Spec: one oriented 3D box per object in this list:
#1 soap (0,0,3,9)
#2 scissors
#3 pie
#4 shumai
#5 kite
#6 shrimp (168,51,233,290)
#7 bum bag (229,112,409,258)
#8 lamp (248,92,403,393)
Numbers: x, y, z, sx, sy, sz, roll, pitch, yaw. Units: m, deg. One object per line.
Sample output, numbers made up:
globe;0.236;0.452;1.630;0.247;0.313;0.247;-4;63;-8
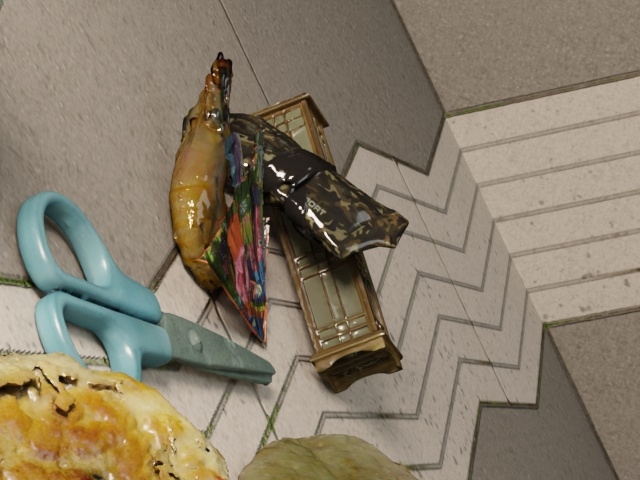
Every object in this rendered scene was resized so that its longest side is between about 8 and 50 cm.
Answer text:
soap;-0.328;-0.296;1.230;0.446;0.261;0.156;47;24;-51
scissors;-0.133;0.084;1.711;0.447;0.029;0.192;29;39;-64
pie;-0.160;0.178;1.299;0.274;0.055;0.274;29;35;-23
shumai;0.013;0.267;1.746;0.201;0.201;0.120;-80;-176;-64
kite;-0.077;0.006;1.923;0.321;0.016;0.234;-69;155;-64
shrimp;-0.116;-0.066;1.945;0.117;0.066;0.262;73;18;-49
bum bag;-0.025;-0.059;2.070;0.248;0.069;0.102;32;24;11
lamp;0.000;0.000;2.148;0.090;0.089;0.325;54;17;-62
